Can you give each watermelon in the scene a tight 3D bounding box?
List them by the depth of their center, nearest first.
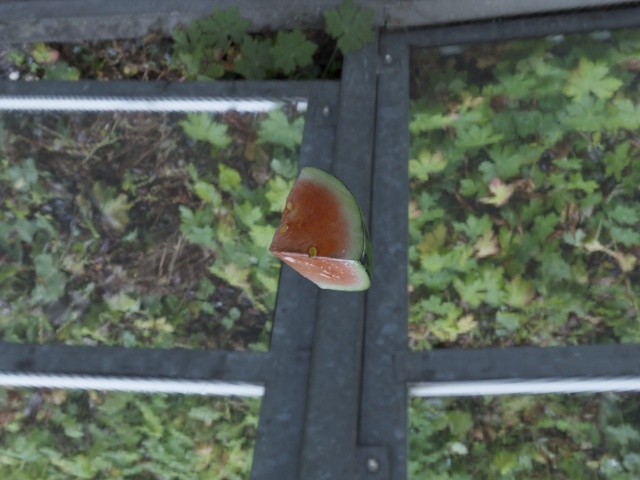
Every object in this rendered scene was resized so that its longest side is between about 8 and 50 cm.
[{"bbox_3d":[0.000,0.000,0.751,0.094,0.135,0.125,-7,105,-20],"label":"watermelon"}]
